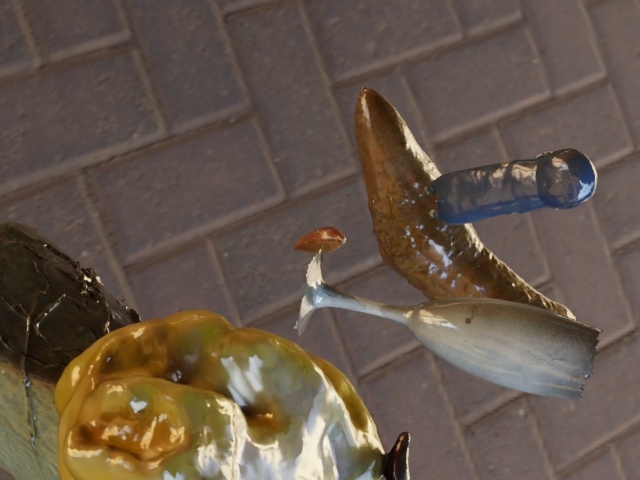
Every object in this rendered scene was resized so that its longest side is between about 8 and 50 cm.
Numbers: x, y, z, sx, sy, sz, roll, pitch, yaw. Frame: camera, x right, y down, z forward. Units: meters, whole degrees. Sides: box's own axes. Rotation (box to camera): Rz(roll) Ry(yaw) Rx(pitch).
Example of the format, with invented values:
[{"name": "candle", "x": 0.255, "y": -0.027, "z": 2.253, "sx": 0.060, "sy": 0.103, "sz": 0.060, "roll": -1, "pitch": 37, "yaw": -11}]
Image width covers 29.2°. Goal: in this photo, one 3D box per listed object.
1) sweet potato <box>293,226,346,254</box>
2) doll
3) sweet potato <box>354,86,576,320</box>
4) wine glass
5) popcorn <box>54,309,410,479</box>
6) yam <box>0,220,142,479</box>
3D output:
[{"name": "sweet potato", "x": 0.000, "y": 0.000, "z": 1.542, "sx": 0.034, "sy": 0.095, "sz": 0.034, "roll": 8, "pitch": 79, "yaw": -44}, {"name": "doll", "x": 0.115, "y": -0.032, "z": 0.762, "sx": 0.027, "sy": 0.125, "sz": 0.037, "roll": -20, "pitch": 99, "yaw": -47}, {"name": "sweet potato", "x": 0.120, "y": 0.000, "z": 1.260, "sx": 0.341, "sy": 0.114, "sz": 0.092, "roll": 48, "pitch": 15, "yaw": -12}, {"name": "wine glass", "x": 0.085, "y": 0.060, "z": 0.825, "sx": 0.198, "sy": 0.066, "sz": 0.066, "roll": 15, "pitch": 67, "yaw": 10}, {"name": "popcorn", "x": -0.100, "y": 0.211, "z": 1.007, "sx": 0.316, "sy": 0.281, "sz": 0.297, "roll": 22, "pitch": 65, "yaw": -61}, {"name": "yam", "x": -0.251, "y": 0.128, "z": 1.182, "sx": 0.271, "sy": 0.202, "sz": 0.201, "roll": 44, "pitch": 52, "yaw": 9}]
